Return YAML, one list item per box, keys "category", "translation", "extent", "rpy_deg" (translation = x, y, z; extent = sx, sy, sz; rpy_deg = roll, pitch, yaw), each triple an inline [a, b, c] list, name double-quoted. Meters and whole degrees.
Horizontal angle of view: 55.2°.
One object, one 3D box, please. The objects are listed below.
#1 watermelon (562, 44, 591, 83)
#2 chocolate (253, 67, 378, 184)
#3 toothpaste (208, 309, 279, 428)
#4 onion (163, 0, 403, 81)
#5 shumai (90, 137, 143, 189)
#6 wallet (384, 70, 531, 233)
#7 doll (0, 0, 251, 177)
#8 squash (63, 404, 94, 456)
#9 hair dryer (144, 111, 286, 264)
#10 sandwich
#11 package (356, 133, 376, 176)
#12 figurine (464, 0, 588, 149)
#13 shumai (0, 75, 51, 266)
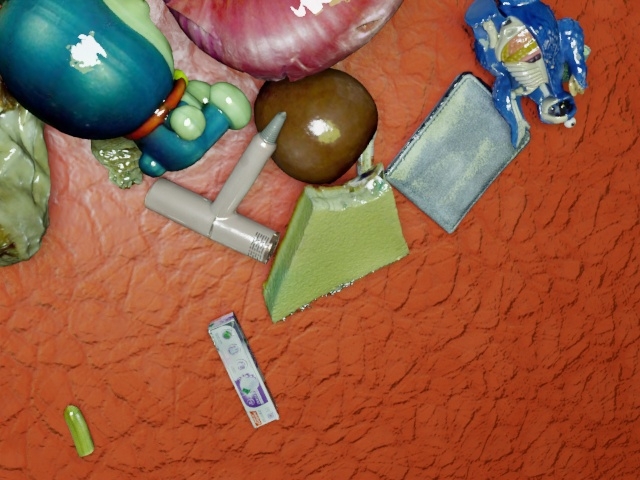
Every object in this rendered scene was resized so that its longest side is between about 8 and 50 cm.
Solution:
- category: "watermelon"
  translation: [0.398, -0.298, 0.986]
  extent: [0.061, 0.085, 0.085]
  rpy_deg: [-48, 114, -36]
- category: "chocolate"
  translation: [-0.012, -0.171, 0.862]
  extent: [0.177, 0.177, 0.176]
  rpy_deg: [-3, 104, -13]
- category: "toothpaste"
  translation: [-0.123, 0.210, 0.990]
  extent: [0.047, 0.040, 0.196]
  rpy_deg: [-23, 108, -3]
- category: "onion"
  translation: [-0.033, -0.364, 0.773]
  extent: [0.348, 0.285, 0.347]
  rpy_deg: [-2, 83, 19]
- category: "shumai"
  translation: [-0.280, -0.113, 0.866]
  extent: [0.082, 0.083, 0.080]
  rpy_deg: [23, 132, 9]
- category: "wallet"
  translation: [0.223, -0.142, 0.992]
  extent: [0.167, 0.036, 0.222]
  rpy_deg: [36, 95, -20]
- category: "doll"
  translation: [-0.245, -0.196, 0.742]
  extent: [0.322, 0.199, 0.186]
  rpy_deg: [37, 80, -32]
- category: "squash"
  translation: [-0.377, 0.293, 0.954]
  extent: [0.028, 0.027, 0.083]
  rpy_deg: [-15, 106, -10]
- category: "hair dryer"
  translation: [-0.128, -0.093, 0.834]
  extent: [0.195, 0.053, 0.220]
  rpy_deg: [24, 124, 3]
- category: "sandwich"
  translation: [0.000, 0.000, 0.903]
  extent: [0.245, 0.063, 0.212]
  rpy_deg: [-28, 142, -3]
- category: "package"
  translation: [0.072, -0.122, 0.968]
  extent: [0.037, 0.015, 0.110]
  rpy_deg: [-4, 103, -8]
- category: "figurine"
  translation: [0.315, -0.279, 0.937]
  extent: [0.164, 0.120, 0.262]
  rpy_deg: [-28, 116, -1]
- category: "shumai"
  translation: [-0.444, -0.099, 0.783]
  extent: [0.256, 0.189, 0.218]
  rpy_deg: [31, 74, -10]
